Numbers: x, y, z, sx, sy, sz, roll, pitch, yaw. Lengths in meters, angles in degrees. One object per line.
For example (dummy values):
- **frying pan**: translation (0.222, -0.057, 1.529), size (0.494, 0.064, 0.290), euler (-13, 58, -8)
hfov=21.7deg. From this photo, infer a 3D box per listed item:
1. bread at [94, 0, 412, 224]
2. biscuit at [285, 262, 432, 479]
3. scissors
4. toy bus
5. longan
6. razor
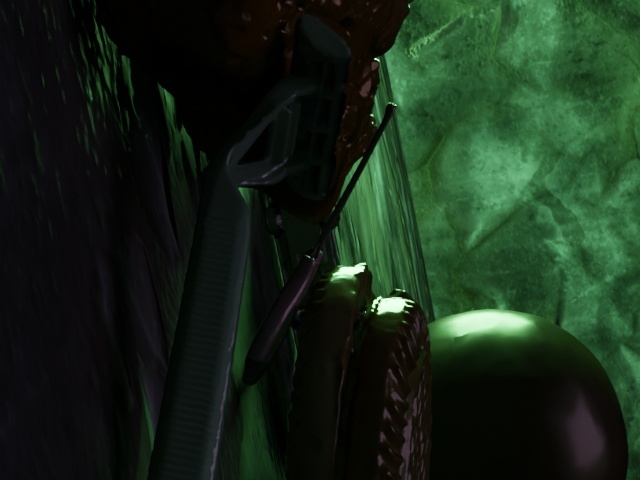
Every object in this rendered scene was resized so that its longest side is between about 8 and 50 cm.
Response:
- **bread**: translation (-0.018, -0.135, 0.921), size (0.185, 0.109, 0.380), euler (-64, 167, -8)
- **biscuit**: translation (0.026, 0.144, 1.071), size (0.259, 0.079, 0.259), euler (3, 90, -81)
- **scissors**: translation (0.000, 0.000, 1.013), size (0.189, 0.015, 0.100), euler (-63, 178, 12)
- **toy bus**: translation (-0.009, 0.011, 1.236), size (0.061, 0.051, 0.153), euler (-93, 172, -83)
- **longan**: translation (0.143, 0.181, 1.447), size (0.258, 0.258, 0.258), euler (-10, 90, -83)
- **razor**: translation (-0.043, 0.034, 0.735), size (0.111, 0.056, 0.278), euler (101, 5, -54)
